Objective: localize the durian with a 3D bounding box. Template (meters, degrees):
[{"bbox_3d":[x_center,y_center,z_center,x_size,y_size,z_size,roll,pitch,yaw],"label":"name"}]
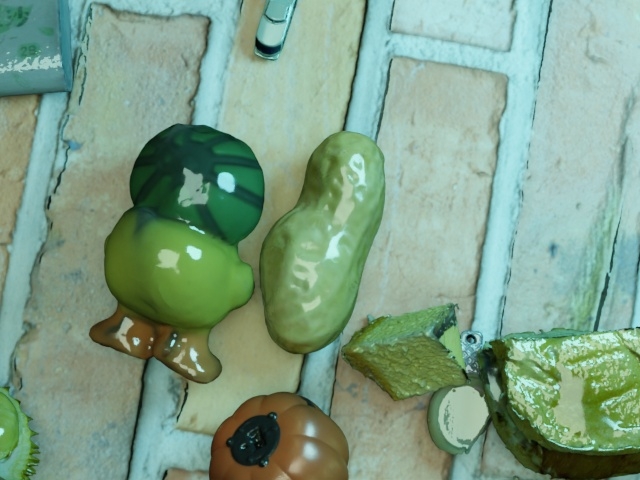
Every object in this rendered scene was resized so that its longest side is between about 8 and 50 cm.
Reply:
[{"bbox_3d":[-0.500,0.242,1.538,0.172,0.166,0.306,-36,84,-2],"label":"durian"}]

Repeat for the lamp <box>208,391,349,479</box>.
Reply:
[{"bbox_3d":[-0.050,0.299,1.534,0.188,0.164,0.187,-19,47,22],"label":"lamp"}]

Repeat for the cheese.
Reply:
[{"bbox_3d":[0.207,0.214,1.607,0.092,0.047,0.171,26,83,1],"label":"cheese"}]

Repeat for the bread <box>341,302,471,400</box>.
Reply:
[{"bbox_3d":[0.112,0.151,1.552,0.147,0.152,0.127,-15,84,25],"label":"bread"}]

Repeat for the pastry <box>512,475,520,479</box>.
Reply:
[{"bbox_3d":[0.387,0.392,1.571,0.259,0.089,0.121,4,95,3],"label":"pastry"}]

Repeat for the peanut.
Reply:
[{"bbox_3d":[0.000,0.000,1.587,0.148,0.147,0.318,18,86,2],"label":"peanut"}]

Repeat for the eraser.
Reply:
[{"bbox_3d":[-0.475,-0.288,1.648,0.227,0.081,0.174,-5,82,0],"label":"eraser"}]

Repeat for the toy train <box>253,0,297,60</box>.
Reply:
[{"bbox_3d":[-0.051,-0.362,1.678,0.043,0.047,0.207,16,82,3],"label":"toy train"}]

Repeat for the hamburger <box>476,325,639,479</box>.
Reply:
[{"bbox_3d":[0.369,0.218,1.563,0.309,0.132,0.211,-4,83,-5],"label":"hamburger"}]

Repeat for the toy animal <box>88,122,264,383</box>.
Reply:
[{"bbox_3d":[-0.189,0.006,1.554,0.216,0.191,0.338,15,86,14],"label":"toy animal"}]
